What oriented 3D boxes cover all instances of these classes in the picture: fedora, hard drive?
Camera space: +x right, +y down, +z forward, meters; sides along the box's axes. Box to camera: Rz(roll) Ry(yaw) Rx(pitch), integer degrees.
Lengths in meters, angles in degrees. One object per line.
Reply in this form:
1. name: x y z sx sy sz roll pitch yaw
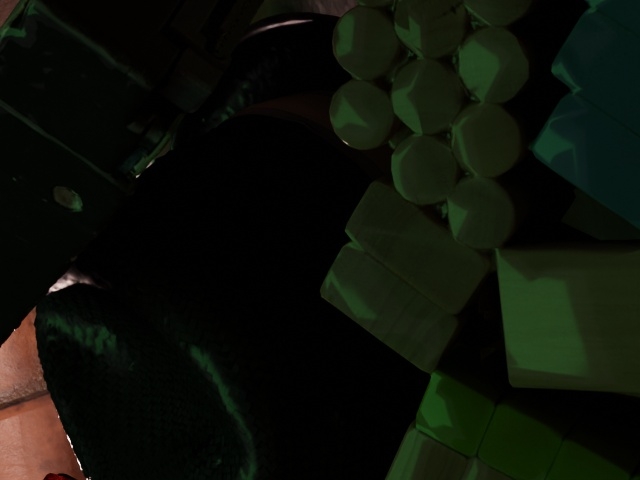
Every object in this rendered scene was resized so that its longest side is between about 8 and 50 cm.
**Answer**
1. fedora: -0.042 0.046 0.652 0.334 0.152 0.334 25 121 51
2. hard drive: -0.098 -0.060 0.539 0.064 0.237 0.339 35 142 -13

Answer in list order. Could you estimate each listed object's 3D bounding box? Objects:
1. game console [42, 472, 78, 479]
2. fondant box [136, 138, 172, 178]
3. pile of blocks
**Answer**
1. game console: -0.105 0.383 1.290 0.386 0.060 0.342 18 147 43
2. fondant box: -0.115 -0.066 1.166 0.238 0.096 0.330 125 125 -74
3. pile of blocks: 0.079 -0.024 0.400 0.112 0.149 0.362 -31 -61 -58
